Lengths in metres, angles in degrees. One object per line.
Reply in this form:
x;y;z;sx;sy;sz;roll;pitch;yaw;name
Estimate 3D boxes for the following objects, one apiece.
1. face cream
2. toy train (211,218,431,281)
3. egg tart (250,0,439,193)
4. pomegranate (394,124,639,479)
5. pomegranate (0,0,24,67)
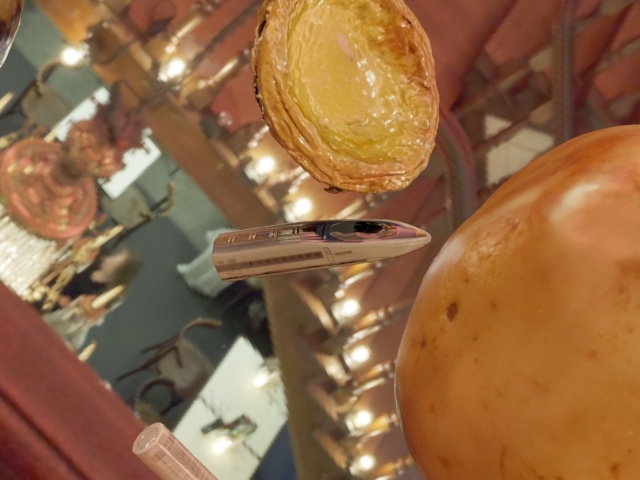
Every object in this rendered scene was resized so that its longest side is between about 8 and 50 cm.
-0.104;0.207;0.976;0.130;0.034;0.034;49;41;-24;face cream
0.000;0.001;1.319;0.055;0.251;0.048;-74;150;-51;toy train
0.018;-0.179;1.339;0.294;0.123;0.294;11;74;-42;egg tart
0.229;0.093;0.816;0.342;0.342;0.343;23;52;-34;pomegranate
-0.224;-0.104;0.502;0.159;0.205;0.159;55;12;-17;pomegranate
